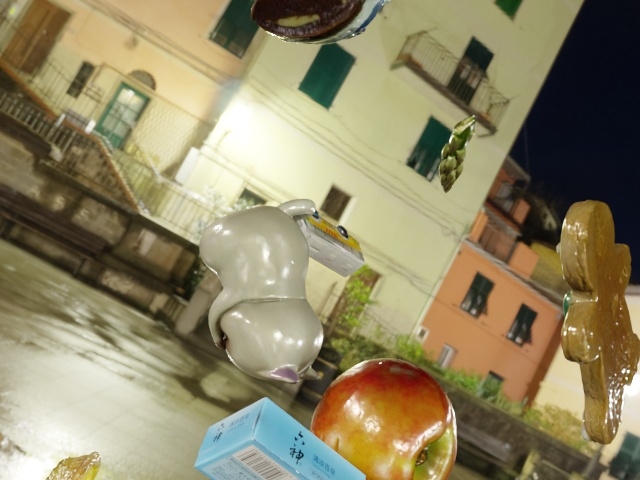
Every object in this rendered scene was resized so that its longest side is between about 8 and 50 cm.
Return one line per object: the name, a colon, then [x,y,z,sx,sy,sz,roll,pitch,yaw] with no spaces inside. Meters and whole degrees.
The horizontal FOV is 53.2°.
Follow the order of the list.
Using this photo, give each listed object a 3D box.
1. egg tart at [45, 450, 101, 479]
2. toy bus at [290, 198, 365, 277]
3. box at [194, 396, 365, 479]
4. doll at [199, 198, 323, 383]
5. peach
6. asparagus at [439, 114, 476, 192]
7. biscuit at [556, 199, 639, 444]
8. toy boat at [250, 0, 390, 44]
egg tart: [-0.520,0.507,1.298,0.074,0.191,0.191,28,-7,0]
toy bus: [0.000,0.000,1.574,0.268,0.092,0.106,32,29,-44]
box: [-0.059,0.359,0.992,0.142,0.083,0.232,-35,-66,32]
doll: [-0.114,0.099,1.265,0.226,0.370,0.215,-6,-13,8]
peach: [0.113,0.340,1.194,0.274,0.245,0.248,14,-7,45]
asparagus: [0.401,-0.255,1.922,0.080,0.080,0.287,25,-41,20]
biscuit: [0.335,0.086,0.777,0.049,0.197,0.302,1,-54,38]
toy boat: [0.007,-0.339,0.903,0.262,0.114,0.115,7,25,40]
